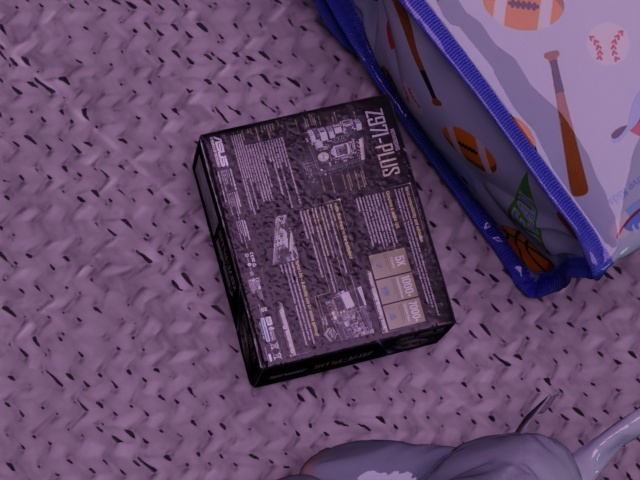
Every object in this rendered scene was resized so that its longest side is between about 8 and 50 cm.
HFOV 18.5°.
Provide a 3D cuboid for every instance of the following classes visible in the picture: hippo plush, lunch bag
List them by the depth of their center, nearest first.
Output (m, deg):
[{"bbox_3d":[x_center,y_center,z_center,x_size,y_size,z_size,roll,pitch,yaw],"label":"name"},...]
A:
[{"bbox_3d":[0.090,0.259,1.338,0.294,0.234,0.236,-20,101,-43],"label":"hippo plush"},{"bbox_3d":[0.184,-0.204,1.432,0.328,0.239,0.385,-37,90,-13],"label":"lunch bag"}]

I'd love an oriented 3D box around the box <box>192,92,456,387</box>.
[{"bbox_3d":[0.000,0.000,1.432,0.147,0.077,0.180,-14,78,-11],"label":"box"}]
